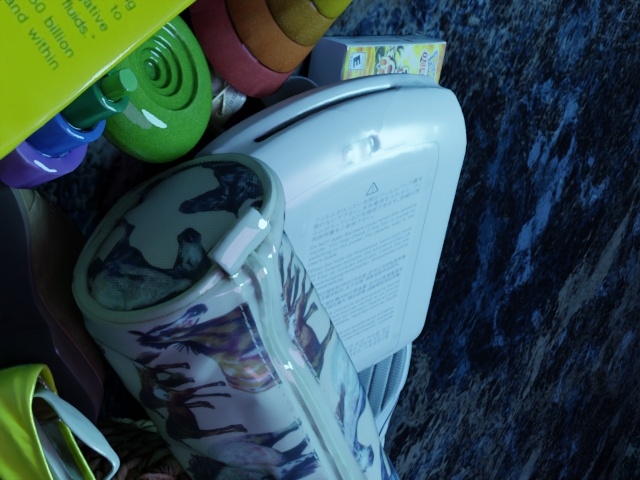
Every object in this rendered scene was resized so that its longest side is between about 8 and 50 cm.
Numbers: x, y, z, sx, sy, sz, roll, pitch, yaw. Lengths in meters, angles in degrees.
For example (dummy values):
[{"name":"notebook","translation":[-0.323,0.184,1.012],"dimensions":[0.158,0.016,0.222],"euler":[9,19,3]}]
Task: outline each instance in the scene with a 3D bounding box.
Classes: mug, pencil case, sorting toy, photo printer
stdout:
[{"name":"mug","translation":[-0.029,-0.107,0.987],"dimensions":[0.064,0.078,0.062],"euler":[61,23,-62]},{"name":"pencil case","translation":[-0.036,0.129,0.810],"dimensions":[0.160,0.184,0.410],"euler":[-51,133,-33]},{"name":"sorting toy","translation":[-0.073,-0.138,0.737],"dimensions":[0.365,0.126,0.127],"euler":[-42,110,-54]},{"name":"photo printer","translation":[0.000,0.000,0.953],"dimensions":[0.256,0.107,0.307],"euler":[-23,140,-30]}]

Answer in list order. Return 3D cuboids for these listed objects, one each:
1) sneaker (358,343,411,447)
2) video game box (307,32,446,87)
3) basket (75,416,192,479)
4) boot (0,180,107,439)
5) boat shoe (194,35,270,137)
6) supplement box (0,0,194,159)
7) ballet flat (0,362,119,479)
[{"name":"sneaker","translation":[0.041,0.192,1.248],"dimensions":[0.091,0.094,0.258],"euler":[-17,128,-77]},{"name":"video game box","translation":[0.047,-0.107,1.099],"dimensions":[0.187,0.048,0.205],"euler":[-18,123,-54]},{"name":"basket","translation":[-0.111,0.293,0.931],"dimensions":[0.213,0.223,0.299],"euler":[-62,147,-11]},{"name":"boot","translation":[-0.223,-0.003,0.735],"dimensions":[0.115,0.112,0.305],"euler":[-80,160,-49]},{"name":"boat shoe","translation":[-0.083,-0.122,0.878],"dimensions":[0.170,0.059,0.063],"euler":[33,80,-58]},{"name":"supplement box","translation":[-0.195,-0.153,0.511],"dimensions":[0.356,0.194,0.195],"euler":[-48,119,-31]},{"name":"ballet flat","translation":[-0.159,0.184,0.726],"dimensions":[0.077,0.231,0.077],"euler":[-29,-175,8]}]
